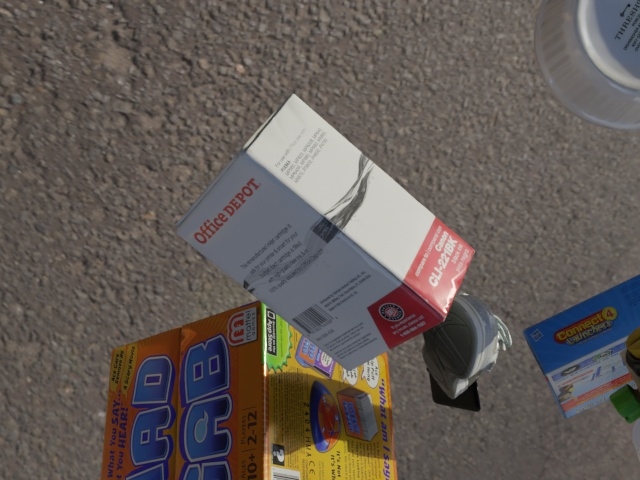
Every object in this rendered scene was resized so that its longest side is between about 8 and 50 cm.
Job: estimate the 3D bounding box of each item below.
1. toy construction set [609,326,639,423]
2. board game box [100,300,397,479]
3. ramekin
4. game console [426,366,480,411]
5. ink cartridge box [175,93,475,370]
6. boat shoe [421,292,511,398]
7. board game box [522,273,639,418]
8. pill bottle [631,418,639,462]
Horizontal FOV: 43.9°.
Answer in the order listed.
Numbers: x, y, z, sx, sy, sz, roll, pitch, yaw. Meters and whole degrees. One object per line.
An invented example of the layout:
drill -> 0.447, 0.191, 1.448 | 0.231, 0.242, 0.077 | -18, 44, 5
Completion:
toy construction set -> 0.434, 0.168, 0.762 | 0.237, 0.309, 0.257 | -35, 128, 12
board game box -> -0.114, 0.354, 1.339 | 0.356, 0.356, 0.357 | 29, 50, -46
ramekin -> 0.448, -0.298, 1.119 | 0.272, 0.127, 0.273 | 0, 90, 3
game console -> 0.279, 0.270, 1.579 | 0.107, 0.122, 0.071 | -53, 122, -28
ink cartridge box -> 0.000, 0.000, 0.893 | 0.273, 0.197, 0.114 | 39, 51, -10
boat shoe -> 0.220, 0.149, 1.184 | 0.103, 0.118, 0.320 | -31, 154, -10
board game box -> 0.524, 0.172, 1.362 | 0.308, 0.086, 0.302 | -27, 148, 9
pill bottle -> 0.614, 0.376, 1.350 | 0.119, 0.119, 0.208 | -51, 126, -11
